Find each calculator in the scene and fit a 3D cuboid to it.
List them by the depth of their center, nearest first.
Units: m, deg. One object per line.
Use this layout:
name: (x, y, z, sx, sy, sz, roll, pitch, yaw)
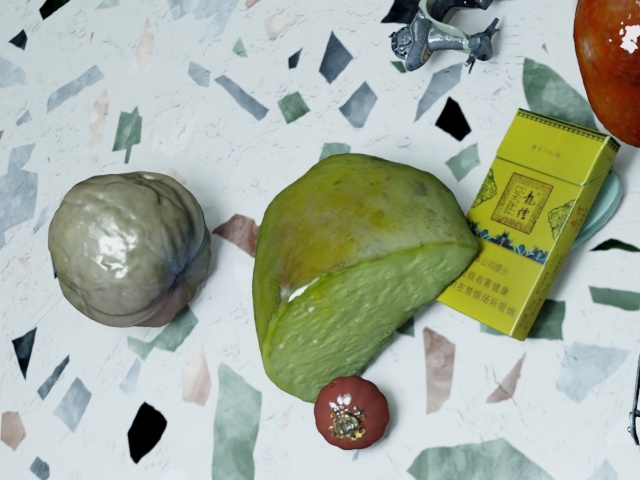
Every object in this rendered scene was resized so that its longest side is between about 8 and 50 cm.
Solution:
calculator: (0.320, -0.039, 1.390, 0.153, 0.021, 0.095, -41, 52, 12)

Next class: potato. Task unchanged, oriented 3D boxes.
potato: (0.000, 0.000, 1.453, 0.330, 0.212, 0.280, -45, 46, 19)

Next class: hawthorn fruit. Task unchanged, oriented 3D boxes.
hawthorn fruit: (0.427, -0.253, 1.257, 0.295, 0.295, 0.311, -42, 49, 11)

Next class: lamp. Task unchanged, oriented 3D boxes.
lamp: (0.040, 0.227, 1.418, 0.101, 0.090, 0.101, 3, 101, 13)

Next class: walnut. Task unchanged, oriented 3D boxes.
walnut: (-0.294, 0.010, 1.640, 0.248, 0.248, 0.248, -14, 62, 29)

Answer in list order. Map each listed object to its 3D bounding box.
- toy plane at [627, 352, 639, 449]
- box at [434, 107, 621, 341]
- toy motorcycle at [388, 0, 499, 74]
toy plane: (0.439, 0.130, 1.188, 0.155, 0.106, 0.382, 3, 70, 29)
box: (0.259, -0.023, 1.388, 0.153, 0.041, 0.279, 27, 91, 48)
toy motorcycle: (0.211, -0.350, 1.563, 0.157, 0.091, 0.263, 28, 84, 35)
